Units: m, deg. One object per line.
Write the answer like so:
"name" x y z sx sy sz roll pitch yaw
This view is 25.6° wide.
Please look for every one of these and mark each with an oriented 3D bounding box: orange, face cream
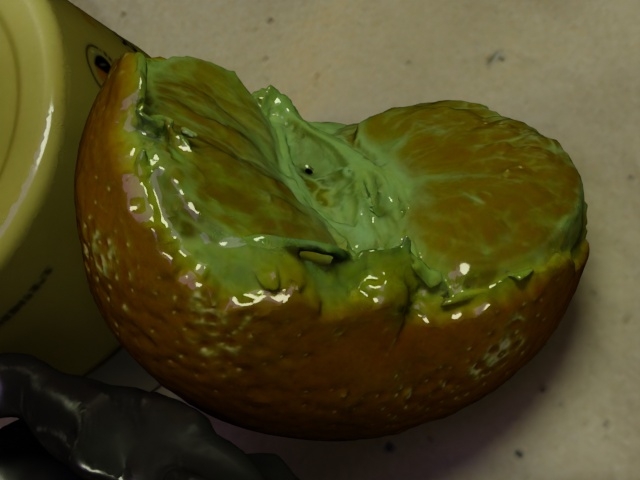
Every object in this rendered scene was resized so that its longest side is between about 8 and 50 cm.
"orange" -0.004 0.004 0.653 0.158 0.237 0.179 -65 32 33
"face cream" -0.175 -0.026 0.765 0.218 0.179 0.218 -9 69 25

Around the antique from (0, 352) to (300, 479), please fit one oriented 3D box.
"antique" -0.096 0.220 0.630 0.255 0.185 0.322 6 94 38
